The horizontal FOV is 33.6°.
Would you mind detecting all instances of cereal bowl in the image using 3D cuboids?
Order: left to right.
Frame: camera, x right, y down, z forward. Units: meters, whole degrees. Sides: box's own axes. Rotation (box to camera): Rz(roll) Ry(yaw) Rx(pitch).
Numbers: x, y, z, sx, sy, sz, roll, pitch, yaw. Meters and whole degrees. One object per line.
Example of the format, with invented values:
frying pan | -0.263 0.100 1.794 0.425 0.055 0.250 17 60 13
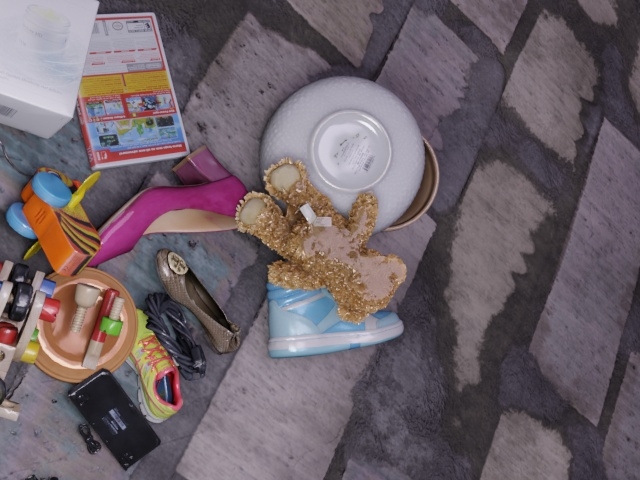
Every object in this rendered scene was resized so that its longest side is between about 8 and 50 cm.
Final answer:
cereal bowl | 0.049 -0.168 2.091 0.339 0.141 0.339 1 85 -7

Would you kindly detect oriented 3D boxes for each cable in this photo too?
cable | -0.265 0.160 1.866 0.150 0.047 0.184 48 11 -41

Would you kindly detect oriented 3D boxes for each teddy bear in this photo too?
teddy bear | 0.000 0.000 1.985 0.338 0.113 0.245 25 79 -6

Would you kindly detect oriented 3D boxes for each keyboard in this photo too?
keyboard | -0.361 0.312 1.804 0.108 0.023 0.180 -36 113 -11

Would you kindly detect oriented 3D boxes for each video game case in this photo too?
video game case | -0.365 -0.281 1.968 0.204 0.025 0.285 -12 86 -39

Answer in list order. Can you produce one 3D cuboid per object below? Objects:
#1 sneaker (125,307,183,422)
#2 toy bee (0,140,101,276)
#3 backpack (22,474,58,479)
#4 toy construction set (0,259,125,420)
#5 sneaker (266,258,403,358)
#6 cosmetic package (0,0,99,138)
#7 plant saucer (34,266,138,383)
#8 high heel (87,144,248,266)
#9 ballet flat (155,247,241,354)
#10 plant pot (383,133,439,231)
sneaker | -0.289 0.214 1.862 0.081 0.094 0.208 -20 90 -37
toy bee | -0.439 -0.070 1.777 0.162 0.195 0.298 4 64 -62
backpack | -0.482 0.443 1.646 0.182 0.115 0.152 7 77 -33
toy construction set | -0.468 0.168 1.656 0.309 0.257 0.237 16 92 -43
sneaker | 0.029 0.116 2.110 0.319 0.127 0.208 -5 83 -39
cosmetic package | -0.516 -0.323 1.776 0.224 0.138 0.225 17 70 -28
plant saucer | -0.405 0.141 1.793 0.200 0.037 0.200 3 82 -21
high heel | -0.263 -0.020 1.913 0.181 0.127 0.377 52 52 -7
ballet flat | -0.217 0.109 1.930 0.250 0.058 0.084 59 28 -26
plant pot | 0.123 -0.132 2.223 0.237 0.110 0.237 1 85 -7
